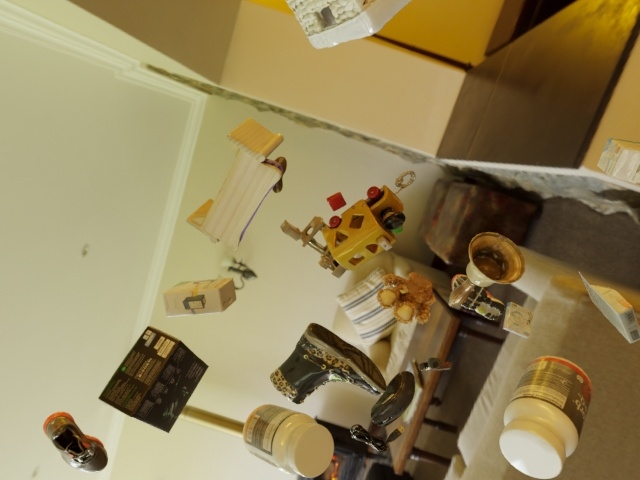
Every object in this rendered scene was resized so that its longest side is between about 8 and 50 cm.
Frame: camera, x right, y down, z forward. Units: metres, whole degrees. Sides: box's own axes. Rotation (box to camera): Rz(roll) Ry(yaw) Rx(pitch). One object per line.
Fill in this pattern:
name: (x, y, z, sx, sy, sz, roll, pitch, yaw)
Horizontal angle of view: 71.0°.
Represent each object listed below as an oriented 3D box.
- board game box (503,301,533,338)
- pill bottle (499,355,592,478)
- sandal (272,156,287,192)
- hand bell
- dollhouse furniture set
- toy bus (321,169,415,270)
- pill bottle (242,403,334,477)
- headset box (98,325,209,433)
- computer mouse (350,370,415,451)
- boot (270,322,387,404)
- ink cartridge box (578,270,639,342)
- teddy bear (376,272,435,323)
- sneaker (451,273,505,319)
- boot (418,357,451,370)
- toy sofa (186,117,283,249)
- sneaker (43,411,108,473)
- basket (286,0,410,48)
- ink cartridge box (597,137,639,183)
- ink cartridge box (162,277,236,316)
board game box: (0.632, 0.255, 1.432, 0.090, 0.090, 0.020, -70, 12, -21)
pill bottle: (0.707, 0.546, 1.410, 0.363, 0.210, 0.210, -32, -29, -44)
sandal: (-0.209, -0.320, 2.170, 0.049, 0.072, 0.180, -135, 50, -57)
hand bell: (0.356, 0.096, 1.052, 0.242, 0.126, 0.126, 108, 180, -57)
dollhouse furniture set: (0.000, 0.000, 1.315, 0.101, 0.182, 0.161, -50, 35, 9)
toy bus: (0.107, -0.024, 0.910, 0.202, 0.191, 0.104, 100, 154, -48)
pill bottle: (-0.096, 0.573, 1.291, 0.279, 0.162, 0.162, -12, 54, 53)
headset box: (-0.506, 0.446, 1.418, 0.246, 0.131, 0.283, -62, -22, -25)
computer mouse: (0.230, 0.537, 1.370, 0.262, 0.184, 0.060, -48, 31, -7)
boot: (0.017, 0.321, 1.049, 0.178, 0.236, 0.085, -50, 8, 16)
ink cartridge box: (0.795, 0.173, 1.230, 0.045, 0.145, 0.179, -31, 32, 16)
teddy bear: (0.345, 0.239, 1.817, 0.113, 0.245, 0.338, -67, -8, 25)
sneaker: (0.597, 0.216, 1.759, 0.107, 0.279, 0.118, -49, 25, 8)
boot: (0.399, 0.410, 1.478, 0.106, 0.114, 0.037, -36, 49, 55)
toy sofa: (-0.231, -0.154, 1.310, 0.362, 0.177, 0.150, -53, 5, 36)
sneaker: (-0.435, 0.377, 0.802, 0.061, 0.065, 0.157, -42, -55, -26)
basket: (0.076, -0.580, 0.846, 0.331, 0.266, 0.328, -44, 26, -1)
ink cartridge box: (0.885, -0.230, 1.293, 0.143, 0.090, 0.092, -64, -16, -61)
ink cartridge box: (-0.428, 0.200, 1.605, 0.154, 0.213, 0.093, -52, -43, -76)
